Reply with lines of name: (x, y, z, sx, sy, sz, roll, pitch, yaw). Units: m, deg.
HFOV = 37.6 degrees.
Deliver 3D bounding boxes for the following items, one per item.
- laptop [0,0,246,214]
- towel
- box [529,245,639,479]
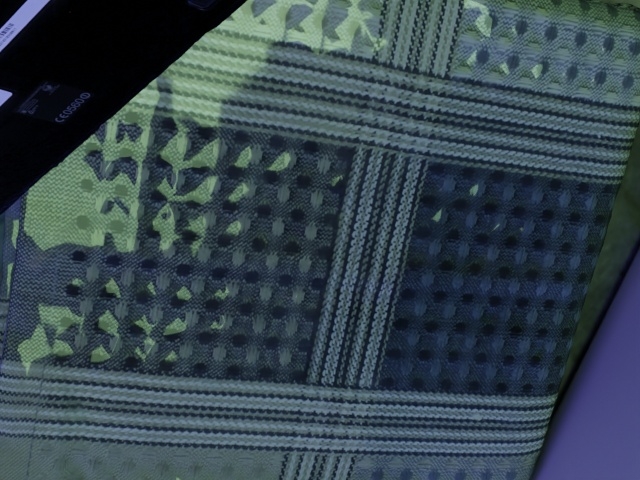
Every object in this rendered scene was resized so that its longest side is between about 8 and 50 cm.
laptop: (-0.197, -0.111, 0.307, 0.234, 0.136, 0.264, -31, 153, 34)
towel: (0.000, 0.000, 0.489, 0.324, 0.056, 0.312, 7, 105, -20)
box: (0.192, 0.138, 0.543, 0.094, 0.113, 0.275, 23, 98, -21)
